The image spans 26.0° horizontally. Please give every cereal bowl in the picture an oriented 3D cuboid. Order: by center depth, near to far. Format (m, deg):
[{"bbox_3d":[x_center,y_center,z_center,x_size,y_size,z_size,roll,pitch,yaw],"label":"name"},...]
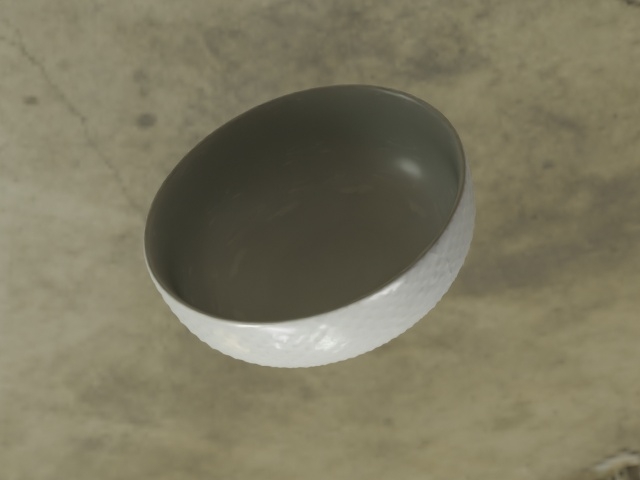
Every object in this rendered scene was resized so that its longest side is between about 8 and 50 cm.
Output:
[{"bbox_3d":[0.000,0.000,1.413,0.339,0.339,0.141,-13,134,12],"label":"cereal bowl"}]
